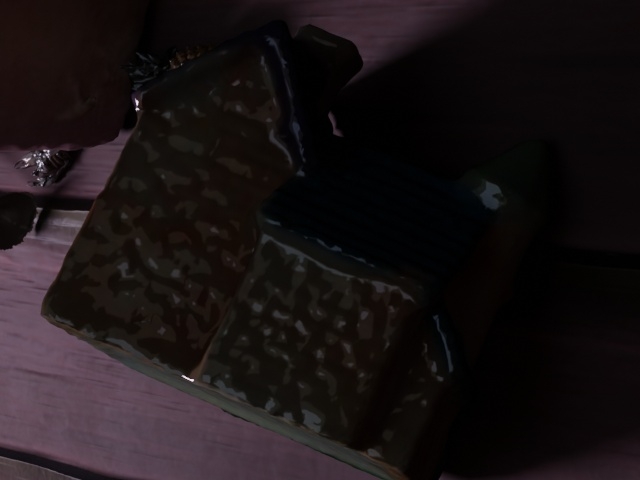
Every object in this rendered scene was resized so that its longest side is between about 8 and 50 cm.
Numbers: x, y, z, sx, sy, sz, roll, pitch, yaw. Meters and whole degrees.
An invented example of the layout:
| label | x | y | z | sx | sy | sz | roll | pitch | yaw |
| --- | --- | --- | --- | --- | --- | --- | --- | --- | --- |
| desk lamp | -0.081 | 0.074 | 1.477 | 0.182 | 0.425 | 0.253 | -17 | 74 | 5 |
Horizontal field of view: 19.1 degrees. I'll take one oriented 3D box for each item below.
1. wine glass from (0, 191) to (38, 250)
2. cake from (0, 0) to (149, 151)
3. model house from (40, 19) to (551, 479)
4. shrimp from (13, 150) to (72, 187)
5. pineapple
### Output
| label | x | y | z | sx | sy | sz | roll | pitch | yaw |
| --- | --- | --- | --- | --- | --- | --- | --- | --- | --- |
| wine glass | -0.371 | -0.088 | 1.880 | 0.262 | 0.074 | 0.074 | 44 | 122 | 38 |
| cake | -0.321 | -0.222 | 1.705 | 0.309 | 0.230 | 0.237 | 30 | 116 | 41 |
| model house | 0.000 | 0.000 | 1.399 | 0.312 | 0.245 | 0.280 | 22 | 81 | 17 |
| shrimp | -0.256 | -0.074 | 1.787 | 0.092 | 0.029 | 0.038 | -27 | 81 | 50 |
| pineapple | -0.121 | -0.139 | 1.623 | 0.124 | 0.058 | 0.058 | 1 | 93 | 52 |
